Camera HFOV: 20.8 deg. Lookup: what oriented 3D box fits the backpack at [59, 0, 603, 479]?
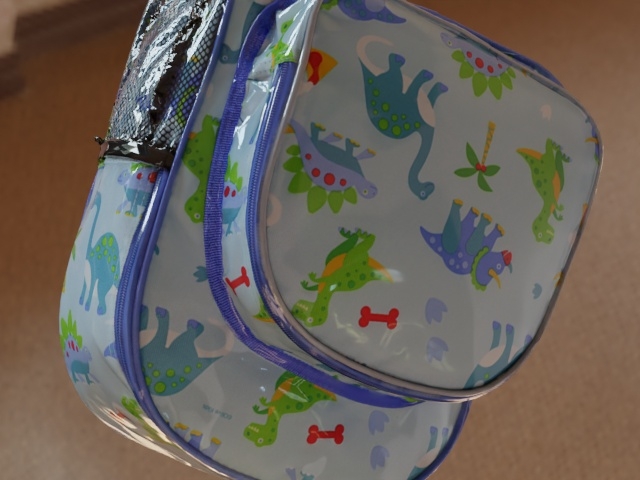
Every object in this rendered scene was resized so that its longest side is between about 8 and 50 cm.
[{"bbox_3d":[0.000,0.000,0.389,0.105,0.114,0.084,24,-9,-28],"label":"backpack"}]
